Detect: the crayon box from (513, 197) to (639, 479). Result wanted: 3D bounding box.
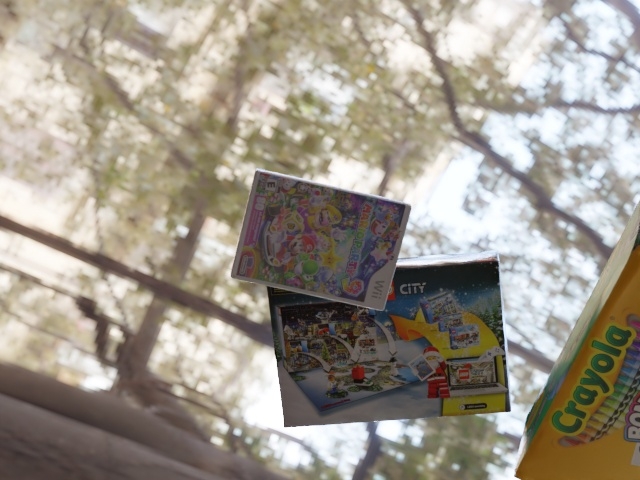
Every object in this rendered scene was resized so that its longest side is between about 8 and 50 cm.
[{"bbox_3d":[0.280,0.107,1.180,0.081,0.165,0.278,-65,175,-50],"label":"crayon box"}]

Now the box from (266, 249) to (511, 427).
[{"bbox_3d":[0.070,0.100,1.486,0.044,0.233,0.159,-71,156,-75],"label":"box"}]

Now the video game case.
[{"bbox_3d":[0.000,0.000,1.125,0.011,0.122,0.087,-101,-155,-73],"label":"video game case"}]
